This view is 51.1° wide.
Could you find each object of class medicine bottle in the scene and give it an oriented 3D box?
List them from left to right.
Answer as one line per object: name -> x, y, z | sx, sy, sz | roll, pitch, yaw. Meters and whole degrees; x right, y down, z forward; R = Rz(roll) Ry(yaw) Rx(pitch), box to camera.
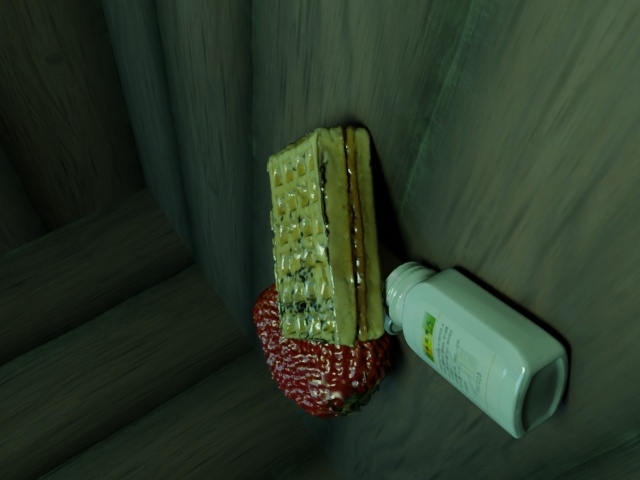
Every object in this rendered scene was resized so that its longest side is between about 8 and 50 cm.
medicine bottle -> 0.233, 0.154, 1.080 | 0.324, 0.124, 0.179 | 36, 144, 45

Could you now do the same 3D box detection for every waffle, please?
waffle -> -0.001, 0.000, 1.228 | 0.261, 0.114, 0.376 | -9, 85, 61

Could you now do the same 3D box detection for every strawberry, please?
strawberry -> -0.011, 0.242, 1.532 | 0.351, 0.267, 0.312 | 37, 159, 10

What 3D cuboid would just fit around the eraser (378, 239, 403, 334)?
eraser -> 0.079, 0.046, 1.354 | 0.290, 0.087, 0.171 | 47, 157, 35
